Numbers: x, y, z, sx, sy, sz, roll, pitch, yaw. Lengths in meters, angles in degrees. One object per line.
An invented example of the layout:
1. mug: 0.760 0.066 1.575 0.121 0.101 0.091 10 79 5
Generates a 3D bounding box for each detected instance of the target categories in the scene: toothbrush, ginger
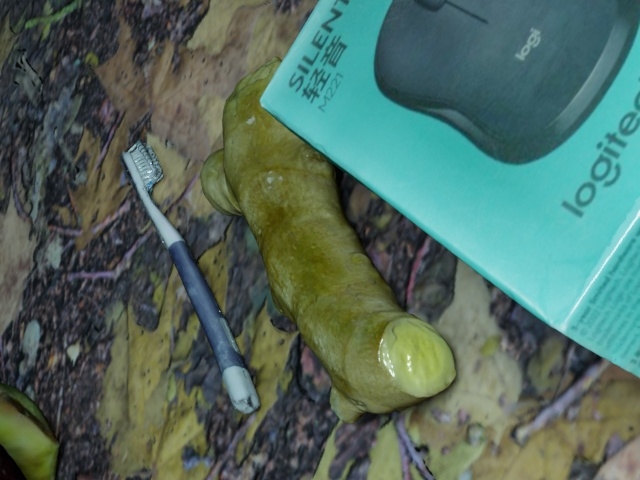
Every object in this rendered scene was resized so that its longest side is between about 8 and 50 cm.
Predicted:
1. toothbrush: -0.092 0.019 1.121 0.026 0.024 0.288 -45 42 14
2. ginger: -0.003 0.000 0.971 0.299 0.065 0.118 60 137 47

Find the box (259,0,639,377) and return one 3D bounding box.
1. box: 0.118 -0.080 0.761 0.205 0.118 0.311 -56 34 6

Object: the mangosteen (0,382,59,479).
1. mangosteen: -0.322 0.244 1.128 0.330 0.330 0.330 -25 58 47
